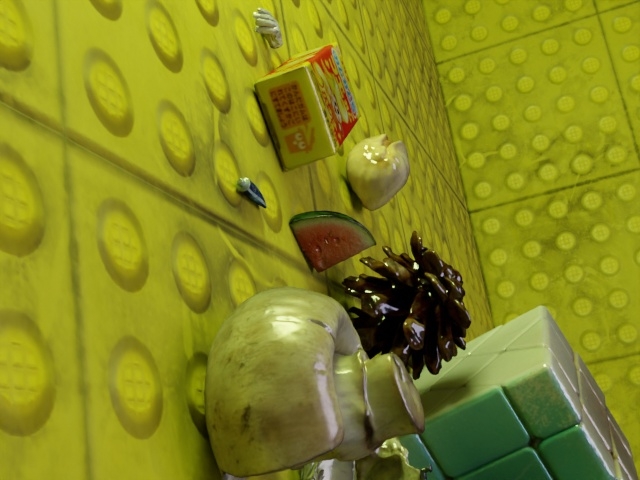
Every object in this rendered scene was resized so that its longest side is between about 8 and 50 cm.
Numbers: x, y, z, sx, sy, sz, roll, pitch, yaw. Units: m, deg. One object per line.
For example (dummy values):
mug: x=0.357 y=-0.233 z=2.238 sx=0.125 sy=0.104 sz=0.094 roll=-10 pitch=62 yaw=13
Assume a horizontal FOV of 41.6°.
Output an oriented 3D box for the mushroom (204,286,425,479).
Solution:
mushroom: x=-0.011 y=0.135 z=0.849 sx=0.254 sy=0.195 sz=0.189 roll=18 pitch=55 yaw=-74

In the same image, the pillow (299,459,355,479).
pillow: x=0.006 y=0.242 z=1.054 sx=0.119 sy=0.053 sz=0.208 roll=48 pitch=31 yaw=-49

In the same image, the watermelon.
watermelon: x=0.000 y=0.000 z=1.250 sx=0.135 sy=0.125 sz=0.094 roll=17 pitch=89 yaw=-39

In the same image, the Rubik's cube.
Rubik's cube: x=0.321 y=0.347 z=1.421 sx=0.316 sy=0.322 sz=0.319 roll=59 pitch=18 yaw=-3

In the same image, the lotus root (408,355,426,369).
lotus root: x=0.178 y=0.170 z=1.613 sx=0.110 sy=0.097 sz=0.258 roll=-76 pitch=155 yaw=-45

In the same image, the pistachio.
pistachio: x=0.108 y=-0.131 z=1.617 sx=0.200 sy=0.117 sz=0.145 roll=-6 pitch=120 yaw=-81

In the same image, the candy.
candy: x=-0.013 y=-0.218 z=1.329 sx=0.276 sy=0.088 sz=0.146 roll=-60 pitch=132 yaw=-69

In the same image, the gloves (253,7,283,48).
gloves: x=-0.080 y=-0.326 z=1.301 sx=0.044 sy=0.037 sz=0.081 roll=43 pitch=0 yaw=38

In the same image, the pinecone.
pinecone: x=0.132 y=0.113 z=1.321 sx=0.202 sy=0.201 sz=0.229 roll=-86 pitch=159 yaw=-57

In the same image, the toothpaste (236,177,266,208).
toothpaste: x=-0.087 y=-0.062 z=1.072 sx=0.027 sy=0.019 sz=0.083 roll=63 pitch=8 yaw=20

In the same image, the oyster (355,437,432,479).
oyster: x=0.119 y=0.418 z=1.140 sx=0.198 sy=0.133 sz=0.337 roll=24 pitch=51 yaw=-67
